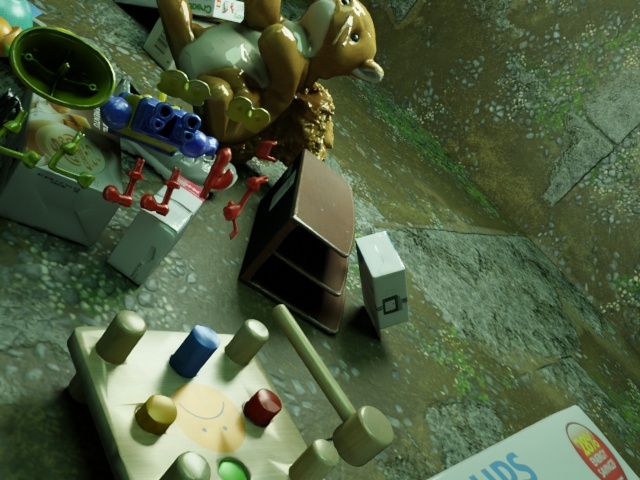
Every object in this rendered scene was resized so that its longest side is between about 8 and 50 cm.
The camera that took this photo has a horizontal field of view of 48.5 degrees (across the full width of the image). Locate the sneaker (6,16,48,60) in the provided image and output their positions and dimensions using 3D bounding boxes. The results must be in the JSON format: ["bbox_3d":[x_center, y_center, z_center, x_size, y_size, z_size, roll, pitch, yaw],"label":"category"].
[{"bbox_3d":[-0.490,-0.307,1.206,0.222,0.083,0.118,35,28,-8],"label":"sneaker"}]

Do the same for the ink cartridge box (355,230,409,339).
[{"bbox_3d":[0.114,0.084,1.292,0.180,0.060,0.104,79,-9,-45],"label":"ink cartridge box"}]

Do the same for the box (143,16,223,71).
[{"bbox_3d":[-0.296,-0.475,1.740,0.094,0.113,0.275,44,23,12],"label":"box"}]

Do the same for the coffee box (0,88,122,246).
[{"bbox_3d":[-0.374,-0.121,1.031,0.141,0.098,0.246,24,29,-31],"label":"coffee box"}]

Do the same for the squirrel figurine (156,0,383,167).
[{"bbox_3d":[-0.073,-0.320,1.398,0.371,0.397,0.281,-23,58,-13],"label":"squirrel figurine"}]

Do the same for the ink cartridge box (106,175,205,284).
[{"bbox_3d":[-0.235,-0.019,1.040,0.063,0.109,0.150,36,25,-7],"label":"ink cartridge box"}]

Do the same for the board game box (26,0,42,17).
[{"bbox_3d":[-0.605,-0.437,1.328,0.133,0.033,0.168,27,22,-16],"label":"board game box"}]

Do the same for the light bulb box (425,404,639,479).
[{"bbox_3d":[0.103,0.355,0.578,0.358,0.361,0.225,2,44,-53],"label":"light bulb box"}]

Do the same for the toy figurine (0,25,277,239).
[{"bbox_3d":[-0.269,-0.149,1.009,0.363,0.191,0.217,18,1,-27],"label":"toy figurine"}]

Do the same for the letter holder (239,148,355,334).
[{"bbox_3d":[0.000,0.000,1.300,0.214,0.152,0.301,35,24,-15],"label":"letter holder"}]

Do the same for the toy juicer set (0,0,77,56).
[{"bbox_3d":[-0.545,-0.369,1.115,0.329,0.089,0.209,44,24,15],"label":"toy juicer set"}]

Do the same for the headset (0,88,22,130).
[{"bbox_3d":[-0.561,-0.250,0.858,0.394,0.185,0.243,47,27,-25],"label":"headset"}]

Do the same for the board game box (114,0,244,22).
[{"bbox_3d":[-0.333,-0.591,1.781,0.306,0.053,0.193,16,15,25],"label":"board game box"}]

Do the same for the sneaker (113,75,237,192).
[{"bbox_3d":[-0.264,-0.182,1.272,0.281,0.115,0.105,28,27,-24],"label":"sneaker"}]

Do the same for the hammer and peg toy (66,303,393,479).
[{"bbox_3d":[-0.099,0.205,0.835,0.361,0.127,0.266,11,35,-47],"label":"hammer and peg toy"}]
